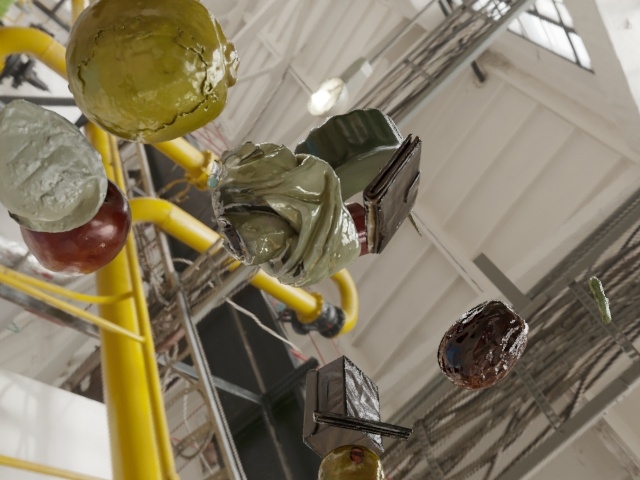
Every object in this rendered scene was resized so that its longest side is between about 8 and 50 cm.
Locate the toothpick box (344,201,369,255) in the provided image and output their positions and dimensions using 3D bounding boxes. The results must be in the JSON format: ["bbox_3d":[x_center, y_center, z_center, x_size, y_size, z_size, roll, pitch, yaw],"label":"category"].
[{"bbox_3d":[0.000,0.000,2.053,0.333,0.204,0.204,-18,-147,-25],"label":"toothpick box"}]

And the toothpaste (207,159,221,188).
[{"bbox_3d":[-0.303,-0.195,1.717,0.036,0.056,0.205,-45,-163,13],"label":"toothpaste"}]

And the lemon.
[{"bbox_3d":[-0.308,-0.319,1.071,0.297,0.297,0.297,-24,-132,29],"label":"lemon"}]

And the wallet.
[{"bbox_3d":[0.109,-0.063,0.901,0.042,0.230,0.124,32,-104,18],"label":"wallet"}]

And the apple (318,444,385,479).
[{"bbox_3d":[0.078,0.579,1.387,0.155,0.182,0.182,-10,-130,3],"label":"apple"}]

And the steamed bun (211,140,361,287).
[{"bbox_3d":[-0.115,-0.040,1.324,0.237,0.394,0.346,-40,166,-38],"label":"steamed bun"}]

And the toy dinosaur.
[{"bbox_3d":[0.185,-0.095,1.391,0.039,0.162,0.126,-27,-149,-21],"label":"toy dinosaur"}]

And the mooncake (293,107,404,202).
[{"bbox_3d":[0.081,-0.241,1.746,0.351,0.351,0.187,-32,-113,21],"label":"mooncake"}]

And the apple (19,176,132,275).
[{"bbox_3d":[-0.512,-0.041,1.232,0.201,0.218,0.218,-43,-139,17],"label":"apple"}]

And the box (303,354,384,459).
[{"bbox_3d":[0.066,0.491,1.678,0.153,0.188,0.252,-33,-155,20],"label":"box"}]

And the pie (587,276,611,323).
[{"bbox_3d":[0.461,0.097,0.960,0.021,0.084,0.084,-20,-131,23],"label":"pie"}]

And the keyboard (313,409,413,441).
[{"bbox_3d":[0.104,0.462,1.464,0.251,0.087,0.017,10,-125,7],"label":"keyboard"}]

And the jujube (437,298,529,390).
[{"bbox_3d":[0.417,0.272,1.505,0.243,0.183,0.183,-48,-139,9],"label":"jujube"}]

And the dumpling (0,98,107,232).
[{"bbox_3d":[-0.373,-0.097,0.799,0.092,0.150,0.176,4,-79,59],"label":"dumpling"}]
